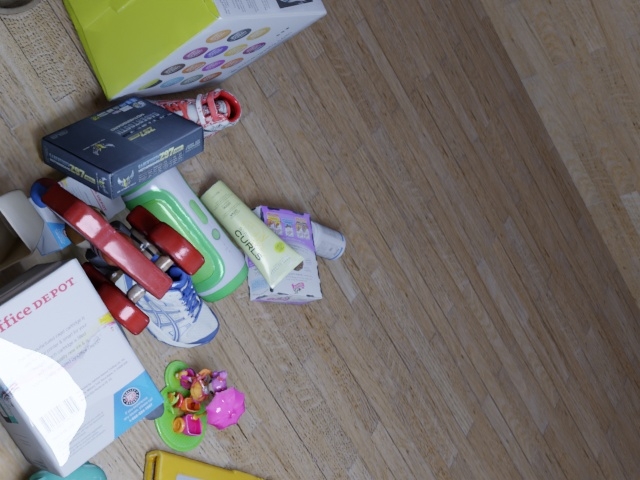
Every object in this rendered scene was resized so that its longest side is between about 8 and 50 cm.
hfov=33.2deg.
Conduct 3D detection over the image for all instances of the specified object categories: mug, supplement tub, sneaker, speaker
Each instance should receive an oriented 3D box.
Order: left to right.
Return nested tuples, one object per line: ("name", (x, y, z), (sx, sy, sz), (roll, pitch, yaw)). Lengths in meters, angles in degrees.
("mug", (-0.402, 0.400, 1.693), (0.157, 0.130, 0.097), (100, -18, -74))
("sneaker", (-0.278, 0.107, 1.991), (0.296, 0.131, 0.111), (37, 47, -38))
("sneaker", (-0.279, -0.255, 2.133), (0.270, 0.145, 0.090), (-4, 78, -52))
("speaker", (-0.265, -0.024, 2.065), (0.296, 0.131, 0.131), (54, 40, -21))
("supplement tub", (0.000, 0.000, 2.433), (0.107, 0.071, 0.071), (22, 58, -45))

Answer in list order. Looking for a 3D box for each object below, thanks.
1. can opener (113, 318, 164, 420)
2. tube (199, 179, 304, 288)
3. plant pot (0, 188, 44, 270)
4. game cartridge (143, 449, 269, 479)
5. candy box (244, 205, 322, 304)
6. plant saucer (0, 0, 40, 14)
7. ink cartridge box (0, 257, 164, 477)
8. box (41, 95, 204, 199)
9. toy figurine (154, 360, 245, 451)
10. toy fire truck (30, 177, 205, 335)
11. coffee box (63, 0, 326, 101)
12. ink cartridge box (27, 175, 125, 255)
("can opener", (-0.354, 0.187, 1.889), (0.076, 0.095, 0.283), (-33, 101, -53))
("tube", (-0.146, -0.019, 2.208), (0.240, 0.070, 0.062), (48, 33, -2))
("plant pot", (-0.522, -0.023, 1.771), (0.109, 0.109, 0.096), (58, 27, -17))
("game cartridge", (-0.198, 0.555, 1.963), (0.324, 0.053, 0.285), (26, 56, -42))
("candy box", (-0.085, 0.035, 2.312), (0.165, 0.070, 0.196), (10, 67, -49))
("plant saucer", (-0.611, -0.531, 1.927), (0.278, 0.041, 0.277), (24, 57, -43))
("ink cartridge box", (-0.422, 0.192, 1.674), (0.198, 0.197, 0.270), (-36, 105, -28))
("box", (-0.353, -0.172, 1.930), (0.233, 0.183, 0.059), (-34, 140, -40))
("toy figurine", (-0.207, 0.291, 1.975), (0.130, 0.159, 0.173), (18, 61, -47))
("toy fire truck", (-0.350, -0.005, 1.734), (0.169, 0.302, 0.254), (-48, 120, -8))
("coffee box", (-0.266, -0.502, 2.072), (0.334, 0.338, 0.338), (-20, 84, -53))
("ink cartridge box", (-0.443, -0.060, 1.912), (0.181, 0.062, 0.104), (-40, 107, -50))
